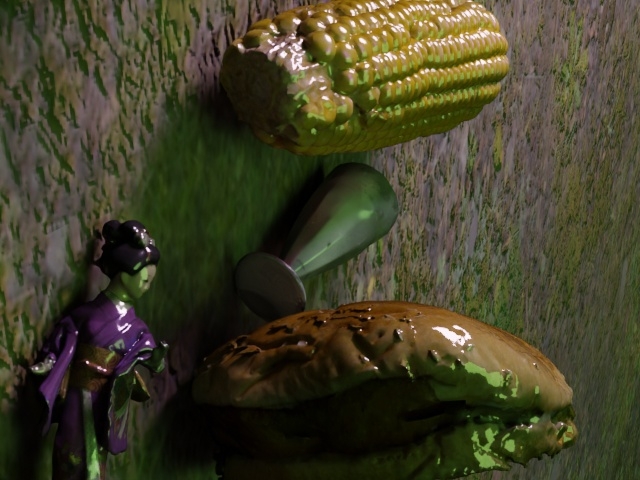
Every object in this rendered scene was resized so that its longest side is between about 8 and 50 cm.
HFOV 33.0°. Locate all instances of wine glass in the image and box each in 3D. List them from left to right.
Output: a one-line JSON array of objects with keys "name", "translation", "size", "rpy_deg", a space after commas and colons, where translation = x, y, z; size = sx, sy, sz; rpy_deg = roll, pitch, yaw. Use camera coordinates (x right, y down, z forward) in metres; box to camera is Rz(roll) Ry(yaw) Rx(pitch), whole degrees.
[{"name": "wine glass", "translation": [0.000, 0.000, 0.868], "size": [0.155, 0.073, 0.073], "rpy_deg": [-45, 138, -48]}]

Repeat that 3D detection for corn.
[{"name": "corn", "translation": [0.049, -0.134, 0.851], "size": [0.347, 0.130, 0.130], "rpy_deg": [-25, 122, -57]}]

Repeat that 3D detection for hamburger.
[{"name": "hamburger", "translation": [0.048, 0.116, 0.803], "size": [0.285, 0.265, 0.134], "rpy_deg": [16, 60, -69]}]

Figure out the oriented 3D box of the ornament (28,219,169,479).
[{"name": "ornament", "translation": [-0.126, 0.087, 0.646], "size": [0.088, 0.081, 0.203], "rpy_deg": [30, 73, -63]}]
